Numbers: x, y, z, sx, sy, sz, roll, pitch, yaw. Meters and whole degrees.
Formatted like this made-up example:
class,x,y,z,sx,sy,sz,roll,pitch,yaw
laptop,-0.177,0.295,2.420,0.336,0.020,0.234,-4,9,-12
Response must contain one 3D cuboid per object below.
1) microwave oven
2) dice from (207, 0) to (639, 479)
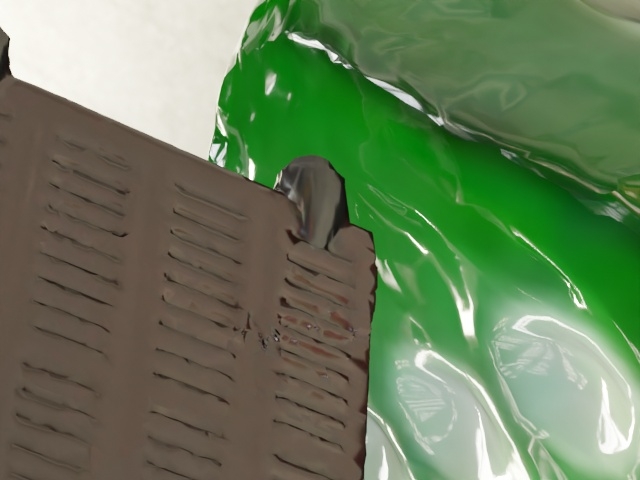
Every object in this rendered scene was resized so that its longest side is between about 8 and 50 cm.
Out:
class,x,y,z,sx,sy,sz,roll,pitch,yaw
microwave oven,-0.121,0.080,0.576,0.188,0.178,0.247,25,138,-21
dice,0.145,-0.001,0.787,0.297,0.287,0.300,32,145,34
